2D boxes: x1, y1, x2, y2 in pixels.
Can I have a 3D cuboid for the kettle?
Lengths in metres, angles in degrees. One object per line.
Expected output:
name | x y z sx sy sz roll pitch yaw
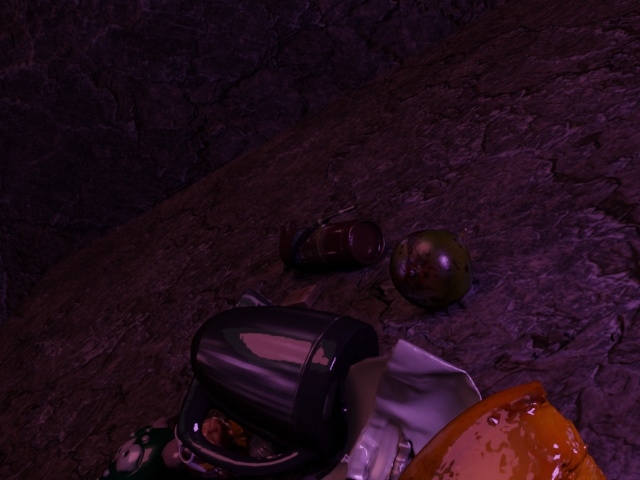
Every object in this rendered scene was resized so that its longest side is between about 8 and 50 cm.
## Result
kettle | -0.076 0.207 1.459 0.271 0.250 0.207 16 17 23

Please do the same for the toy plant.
toy plant | -0.314 0.409 1.685 0.233 0.112 0.243 -11 37 55

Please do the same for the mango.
mango | 0.154 0.316 1.000 0.350 0.201 0.199 -47 -10 -4

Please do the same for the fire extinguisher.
fire extinguisher | 0.000 0.000 2.086 0.341 0.105 0.141 -6 68 55

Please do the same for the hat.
hat | 0.091 0.285 1.247 0.257 0.168 0.301 -64 9 -16

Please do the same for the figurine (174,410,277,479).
figurine | -0.118 0.307 1.564 0.240 0.116 0.174 -28 54 8

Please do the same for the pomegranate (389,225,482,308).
pomegranate | 0.193 0.038 1.636 0.149 0.148 0.169 -28 14 25

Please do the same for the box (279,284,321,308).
box | -0.042 0.124 2.014 0.083 0.024 0.053 -14 30 46
